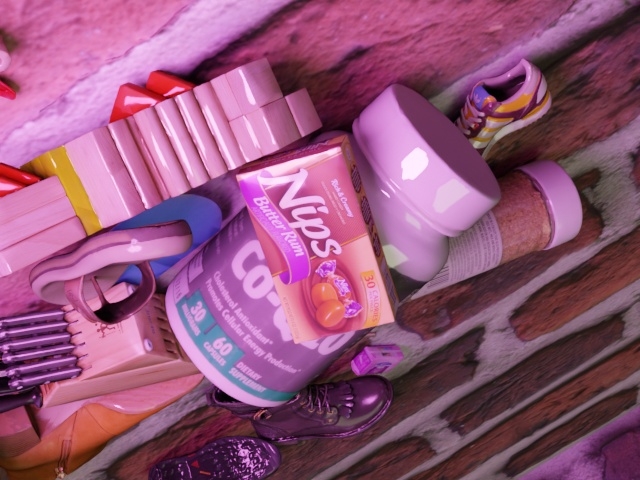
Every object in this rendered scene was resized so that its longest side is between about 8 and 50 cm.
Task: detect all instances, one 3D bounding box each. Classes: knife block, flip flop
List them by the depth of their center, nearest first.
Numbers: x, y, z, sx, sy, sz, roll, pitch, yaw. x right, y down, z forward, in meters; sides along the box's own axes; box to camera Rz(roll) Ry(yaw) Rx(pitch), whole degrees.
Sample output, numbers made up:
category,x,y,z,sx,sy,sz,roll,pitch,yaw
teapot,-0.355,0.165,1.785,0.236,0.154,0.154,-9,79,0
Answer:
category,x,y,z,sx,sy,sz,roll,pitch,yaw
flip flop,-0.198,0.039,1.005,0.112,0.080,0.277,-18,180,-35
knife block,-0.288,0.139,1.217,0.242,0.088,0.276,-22,164,12

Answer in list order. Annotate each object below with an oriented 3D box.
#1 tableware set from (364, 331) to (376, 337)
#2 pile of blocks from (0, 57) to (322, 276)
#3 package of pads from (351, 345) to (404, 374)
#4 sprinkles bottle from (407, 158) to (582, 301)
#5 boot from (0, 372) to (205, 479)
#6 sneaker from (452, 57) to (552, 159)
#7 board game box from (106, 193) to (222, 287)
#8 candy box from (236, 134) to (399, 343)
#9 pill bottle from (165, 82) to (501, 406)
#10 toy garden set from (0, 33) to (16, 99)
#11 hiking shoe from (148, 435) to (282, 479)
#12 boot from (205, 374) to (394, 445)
category,x,y,z,sx,sy,sz,roll,pitch,yaw
tableware set,-0.006,0.145,1.557,0.194,0.039,0.128,7,135,-49
pile of blocks,-0.182,-0.083,0.973,0.362,0.112,0.149,-26,-172,-17
package of pads,0.095,0.200,1.750,0.083,0.032,0.050,3,136,-46
sprinkles bottle,0.173,-0.001,1.402,0.355,0.121,0.121,-20,150,-18
boot,-0.289,0.227,1.378,0.295,0.104,0.211,-18,155,-12
sneaker,0.186,-0.145,1.248,0.185,0.069,0.084,-40,142,5
board game box,-0.192,-0.008,1.138,0.169,0.033,0.133,-37,153,13
candy box,0.000,0.000,1.034,0.109,0.186,0.053,-13,-161,14
pill bottle,0.012,0.007,1.174,0.361,0.204,0.204,-43,149,21
toy garden set,-0.329,-0.128,0.797,0.204,0.049,0.244,-29,152,-2
hiking shoe,-0.164,0.365,1.714,0.227,0.086,0.114,-13,172,14
boot,-0.024,0.245,1.627,0.263,0.091,0.229,-18,151,4
